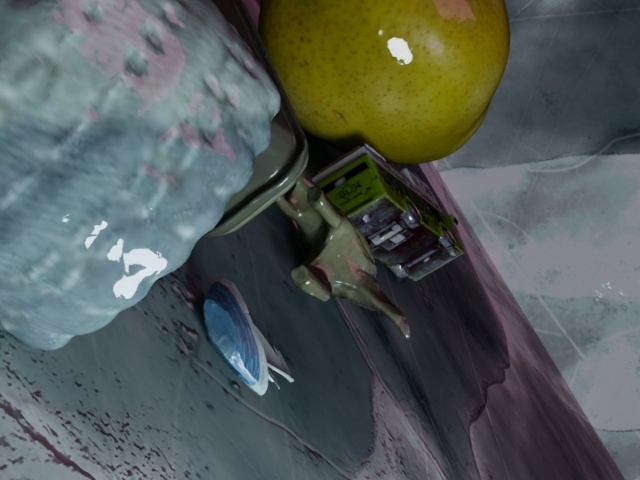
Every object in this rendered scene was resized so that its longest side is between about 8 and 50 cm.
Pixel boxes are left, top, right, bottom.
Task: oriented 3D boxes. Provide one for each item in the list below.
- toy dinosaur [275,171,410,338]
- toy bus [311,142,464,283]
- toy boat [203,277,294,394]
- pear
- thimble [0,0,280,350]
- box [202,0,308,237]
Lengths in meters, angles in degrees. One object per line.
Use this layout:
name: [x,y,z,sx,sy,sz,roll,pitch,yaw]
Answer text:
toy dinosaur: [0.006,-0.005,1.299,0.162,0.077,0.294,45,18,-45]
toy bus: [0.098,-0.041,1.641,0.302,0.113,0.139,30,32,-60]
toy boat: [-0.057,0.078,0.975,0.105,0.034,0.149,62,14,6]
pear: [0.094,-0.288,1.651,0.418,0.362,0.362,47,17,-51]
thimble: [-0.142,-0.072,0.635,0.172,0.205,0.250,47,33,-19]
box: [-0.137,-0.149,1.017,0.178,0.138,0.274,35,23,-46]
